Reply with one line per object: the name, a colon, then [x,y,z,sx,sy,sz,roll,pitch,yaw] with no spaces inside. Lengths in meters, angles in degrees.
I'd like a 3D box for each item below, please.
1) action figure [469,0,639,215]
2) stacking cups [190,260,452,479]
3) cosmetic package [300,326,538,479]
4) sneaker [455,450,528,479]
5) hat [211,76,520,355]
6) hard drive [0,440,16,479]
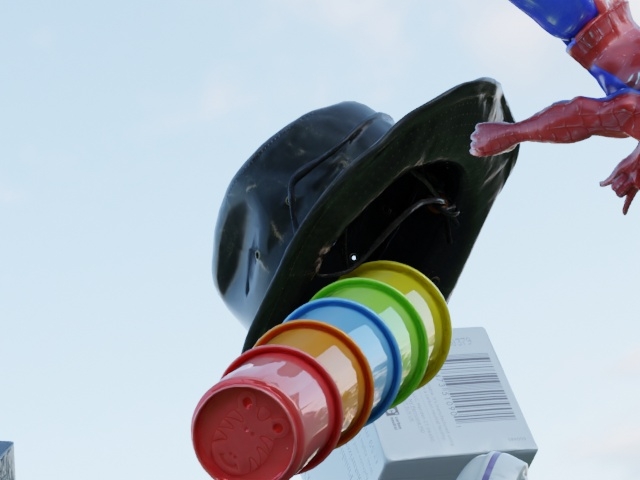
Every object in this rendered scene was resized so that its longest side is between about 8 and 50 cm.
action figure: [0.098,-0.098,0.866,0.091,0.280,0.139,-32,-15,-42]
stacking cups: [-0.001,0.087,1.084,0.096,0.096,0.316,-29,1,20]
cosmetic package: [0.083,0.196,1.666,0.151,0.151,0.184,-2,-44,-21]
sneaker: [0.026,0.238,1.228,0.282,0.161,0.102,-65,-10,24]
hat: [0.000,0.000,1.310,0.331,0.134,0.331,-45,-24,-26]
hard drive: [-0.245,0.226,1.326,0.022,0.135,0.094,2,14,8]
